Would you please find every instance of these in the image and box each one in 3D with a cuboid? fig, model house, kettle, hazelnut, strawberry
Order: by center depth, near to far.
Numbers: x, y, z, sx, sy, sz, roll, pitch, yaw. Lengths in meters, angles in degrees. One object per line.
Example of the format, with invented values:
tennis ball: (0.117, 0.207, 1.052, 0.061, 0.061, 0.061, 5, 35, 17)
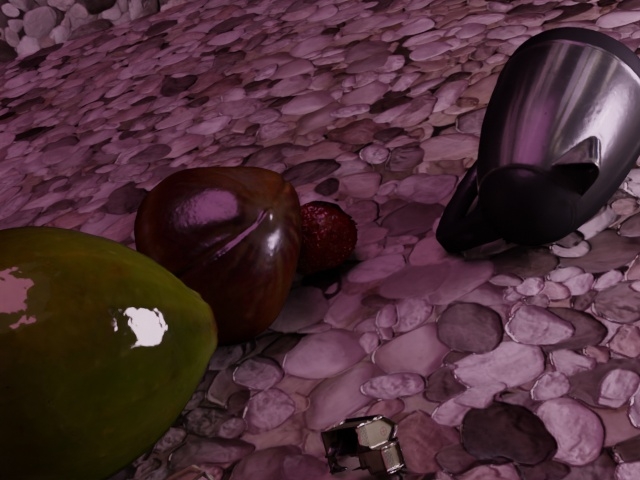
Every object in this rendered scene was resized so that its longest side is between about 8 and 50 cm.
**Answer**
model house: (0.051, 0.203, 1.098, 0.058, 0.057, 0.083, -11, -6, -46)
fig: (-0.269, 0.122, 1.201, 0.316, 0.316, 0.316, -15, 28, 8)
hazelnut: (-0.115, 0.014, 1.351, 0.229, 0.230, 0.229, -15, 28, 8)
kettle: (0.263, -0.106, 1.358, 0.250, 0.207, 0.271, 6, 44, 28)
strawberry: (-0.001, 0.000, 1.448, 0.106, 0.106, 0.106, -15, 28, 8)

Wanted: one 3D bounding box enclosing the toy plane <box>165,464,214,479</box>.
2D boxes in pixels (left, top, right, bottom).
toy plane: (-0.207, 0.298, 1.048, 0.244, 0.092, 0.229, 13, 56, 41)
